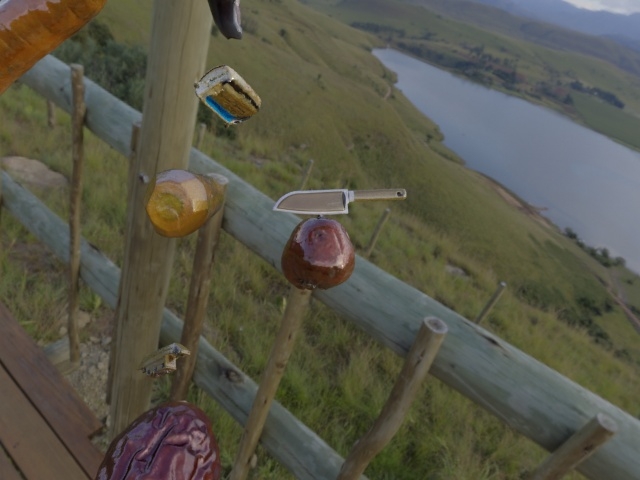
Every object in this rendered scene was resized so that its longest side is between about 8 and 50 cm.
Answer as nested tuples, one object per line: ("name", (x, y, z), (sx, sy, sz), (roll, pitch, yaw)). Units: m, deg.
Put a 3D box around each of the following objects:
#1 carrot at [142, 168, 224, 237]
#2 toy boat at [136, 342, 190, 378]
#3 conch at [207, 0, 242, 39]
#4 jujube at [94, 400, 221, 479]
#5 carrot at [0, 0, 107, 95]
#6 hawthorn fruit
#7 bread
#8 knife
("carrot", (-0.245, -0.076, 0.817), (0.114, 0.113, 0.302), (17, 6, -9))
("toy boat", (-0.495, 0.385, 1.400), (0.057, 0.201, 0.077), (36, 31, -50))
("conch", (-0.109, -0.294, 0.361), (0.080, 0.232, 0.086), (-7, 24, -30))
("jujube", (-0.235, 0.346, 0.614), (0.174, 0.174, 0.250), (22, 34, 1))
("carrot", (-0.235, -0.131, 0.317), (0.061, 0.210, 0.061), (57, 6, -9))
("hawthorn fruit", (0.008, 0.014, 0.861), (0.149, 0.188, 0.149), (26, -4, 2))
("bread", (-0.140, -0.224, 0.684), (0.106, 0.072, 0.053), (31, 39, -70))
("knife", (0.040, -0.072, 0.810), (0.257, 0.046, 0.022), (-4, 0, -13))
